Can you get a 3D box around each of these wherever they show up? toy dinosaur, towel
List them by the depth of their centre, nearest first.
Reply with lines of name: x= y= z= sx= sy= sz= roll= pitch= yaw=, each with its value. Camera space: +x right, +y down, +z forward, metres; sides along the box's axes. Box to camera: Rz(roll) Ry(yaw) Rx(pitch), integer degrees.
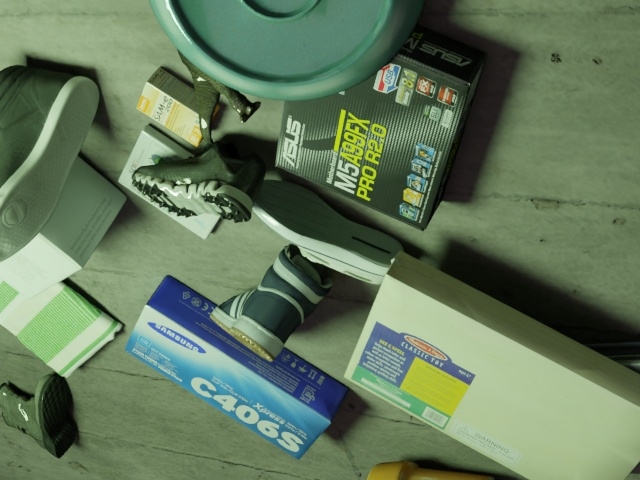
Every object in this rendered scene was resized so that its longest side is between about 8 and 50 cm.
toy dinosaur: x=-0.119 y=-0.246 z=1.558 sx=0.160 sy=0.121 sz=0.313 roll=45 pitch=157 yaw=21
towel: x=-0.521 y=0.096 z=2.272 sx=0.325 sy=0.038 sz=0.248 roll=41 pitch=141 yaw=-10

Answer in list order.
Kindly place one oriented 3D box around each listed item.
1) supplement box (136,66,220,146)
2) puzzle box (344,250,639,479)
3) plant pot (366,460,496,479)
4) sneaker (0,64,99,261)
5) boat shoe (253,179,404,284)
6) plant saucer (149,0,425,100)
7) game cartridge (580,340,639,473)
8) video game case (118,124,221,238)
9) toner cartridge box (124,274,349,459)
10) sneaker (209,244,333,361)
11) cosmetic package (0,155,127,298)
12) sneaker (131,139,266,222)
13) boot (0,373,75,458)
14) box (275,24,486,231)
supplement box: x=-0.190 y=-0.178 z=1.725 sx=0.098 sy=0.036 sz=0.062 roll=32 pitch=143 yaw=0
puzzle box: x=0.244 y=0.196 z=1.744 sx=0.409 sy=0.052 sz=0.272 roll=28 pitch=143 yaw=7
plant pot: x=0.191 y=0.448 z=2.058 sx=0.188 sy=0.205 sz=0.205 roll=-11 pitch=128 yaw=22
sneaker: x=-0.434 y=-0.114 z=1.805 sx=0.147 sy=0.296 sz=0.104 roll=24 pitch=175 yaw=28
boat shoe: x=0.000 y=0.000 z=1.755 sx=0.226 sy=0.083 sz=0.076 roll=29 pitch=142 yaw=2
plant saucer: x=-0.043 y=-0.289 z=1.382 sx=0.317 sy=0.044 sz=0.318 roll=3 pitch=120 yaw=6
game cartridge: x=0.448 y=0.223 z=1.719 sx=0.355 sy=0.068 sz=0.230 roll=-7 pitch=133 yaw=40
video game case: x=-0.207 y=-0.081 z=1.861 sx=0.157 sy=0.019 sz=0.143 roll=34 pitch=143 yaw=-3
toner cartridge box: x=-0.140 y=0.210 z=2.099 sx=0.348 sy=0.075 sz=0.165 roll=32 pitch=142 yaw=0
sneaker: x=-0.073 y=0.089 z=1.914 sx=0.099 sy=0.153 sz=0.282 roll=37 pitch=173 yaw=-12
cosmetic package: x=-0.423 y=-0.032 z=1.954 sx=0.151 sy=0.151 sz=0.183 roll=41 pitch=143 yaw=-20
sneaker: x=-0.159 y=-0.088 z=1.759 sx=0.234 sy=0.106 sz=0.078 roll=10 pitch=151 yaw=43
boot: x=-0.574 y=0.324 z=2.535 sx=0.161 sy=0.083 sz=0.246 roll=26 pitch=142 yaw=17
box: x=0.064 y=-0.152 z=1.557 sx=0.216 sy=0.060 sz=0.270 roll=24 pitch=142 yaw=9
